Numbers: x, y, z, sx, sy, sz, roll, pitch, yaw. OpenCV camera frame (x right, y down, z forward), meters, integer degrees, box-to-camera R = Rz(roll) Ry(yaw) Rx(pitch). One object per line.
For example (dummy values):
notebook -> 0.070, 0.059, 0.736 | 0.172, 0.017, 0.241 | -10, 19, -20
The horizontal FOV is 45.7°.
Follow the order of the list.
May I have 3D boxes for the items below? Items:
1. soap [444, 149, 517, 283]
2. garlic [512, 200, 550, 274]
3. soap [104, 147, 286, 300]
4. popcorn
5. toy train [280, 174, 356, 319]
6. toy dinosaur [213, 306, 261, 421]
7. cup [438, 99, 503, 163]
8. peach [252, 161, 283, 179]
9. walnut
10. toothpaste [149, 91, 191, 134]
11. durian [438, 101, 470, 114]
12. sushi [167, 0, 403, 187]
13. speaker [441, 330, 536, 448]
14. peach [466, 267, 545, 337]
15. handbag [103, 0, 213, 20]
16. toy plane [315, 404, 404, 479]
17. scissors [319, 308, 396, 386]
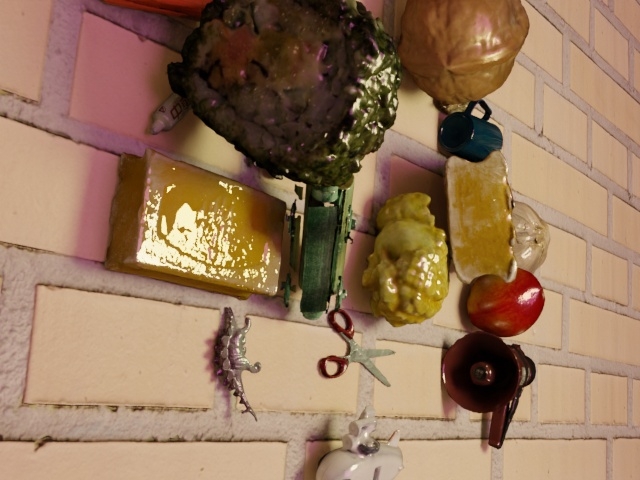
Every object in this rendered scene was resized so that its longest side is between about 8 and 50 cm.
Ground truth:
soap -> 0.372, -0.055, 1.776 | 0.335, 0.156, 0.293 | -25, 111, -80
garlic -> 0.537, 0.000, 2.061 | 0.228, 0.152, 0.228 | 12, 74, -53
soap -> -0.198, -0.018, 1.276 | 0.315, 0.091, 0.199 | 20, 73, -45
popcorn -> 0.199, 0.056, 1.666 | 0.225, 0.174, 0.286 | 56, 37, -49
toy train -> -0.008, -0.002, 1.399 | 0.189, 0.126, 0.307 | -94, -173, -53
toy dinosaur -> -0.148, 0.220, 1.342 | 0.082, 0.039, 0.209 | -9, 83, -45
cup -> 0.381, -0.278, 1.942 | 0.138, 0.113, 0.150 | 12, 71, -46
peach -> 0.021, -0.278, 1.463 | 0.362, 0.201, 0.257 | -39, 114, -43
walnut -> 0.323, -0.473, 1.757 | 0.306, 0.306, 0.344 | 61, 32, -25
toothpaste -> -0.225, -0.254, 1.306 | 0.060, 0.038, 0.233 | 60, 45, -31
durian -> 0.340, -0.365, 1.930 | 0.140, 0.110, 0.071 | -19, 65, -42
sushi -> -0.042, -0.267, 1.206 | 0.294, 0.352, 0.178 | -59, 155, 14
speaker -> 0.468, 0.380, 1.927 | 0.329, 0.198, 0.259 | 24, 50, -53
peach -> 0.483, 0.156, 1.945 | 0.197, 0.197, 0.197 | 6, 82, -48
handbag -> -0.250, -0.578, 1.249 | 0.303, 0.116, 0.410 | -6, 92, -48
toy plane -> 0.079, 0.452, 1.530 | 0.245, 0.117, 0.244 | -20, 119, -40
scissors -> 0.089, 0.246, 1.630 | 0.248, 0.017, 0.144 | 30, 65, -44
